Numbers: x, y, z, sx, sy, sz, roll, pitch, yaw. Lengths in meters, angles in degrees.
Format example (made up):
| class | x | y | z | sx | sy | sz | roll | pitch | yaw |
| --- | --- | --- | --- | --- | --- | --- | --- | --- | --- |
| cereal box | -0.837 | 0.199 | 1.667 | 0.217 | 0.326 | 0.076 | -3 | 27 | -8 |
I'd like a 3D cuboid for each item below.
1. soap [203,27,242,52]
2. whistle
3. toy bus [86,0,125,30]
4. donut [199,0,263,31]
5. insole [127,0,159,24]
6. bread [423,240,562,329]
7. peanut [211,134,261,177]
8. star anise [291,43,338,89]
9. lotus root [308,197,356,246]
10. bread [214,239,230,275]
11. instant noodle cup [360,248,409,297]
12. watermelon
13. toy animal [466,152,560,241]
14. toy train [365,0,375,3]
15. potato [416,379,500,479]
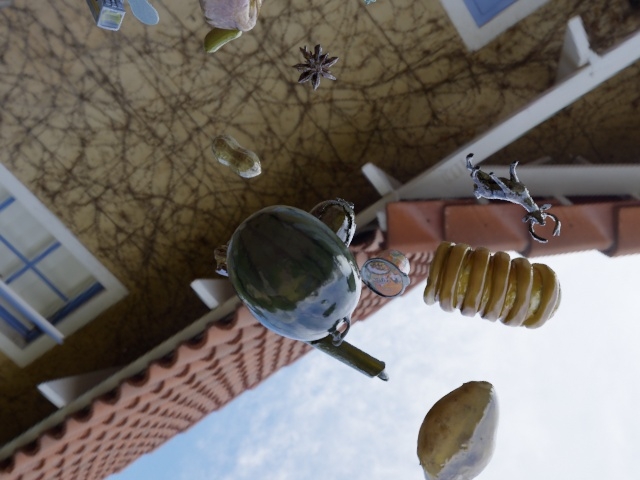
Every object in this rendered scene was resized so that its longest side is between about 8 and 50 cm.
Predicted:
| class | x | y | z | sx | sy | sz | roll | pitch | yaw |
| --- | --- | --- | --- | --- | --- | --- | --- | --- | --- |
| soap | -0.290 | -0.609 | 1.849 | 0.140 | 0.045 | 0.089 | -27 | -132 | 15 |
| whistle | 0.041 | 0.272 | 1.596 | 0.326 | 0.068 | 0.057 | 24 | -113 | 35 |
| toy bus | -0.516 | -0.575 | 1.476 | 0.190 | 0.064 | 0.075 | 57 | -49 | 34 |
| donut | -0.227 | -0.695 | 1.578 | 0.150 | 0.317 | 0.299 | 3 | -158 | 1 |
| insole | -0.536 | -0.697 | 1.845 | 0.080 | 0.003 | 0.232 | 2 | 170 | 6 |
| bread | 0.404 | 0.108 | 1.454 | 0.311 | 0.172 | 0.121 | 12 | -170 | 9 |
| peanut | -0.330 | -0.328 | 2.404 | 0.274 | 0.125 | 0.111 | 33 | -88 | 31 |
| star anise | -0.016 | -0.607 | 2.186 | 0.168 | 0.168 | 0.057 | -35 | -164 | 11 |
| lotus root | 0.000 | 0.000 | 2.255 | 0.397 | 0.196 | 0.179 | -57 | -169 | -21 |
| bread | -0.127 | 0.104 | 1.946 | 0.314 | 0.370 | 0.191 | 9 | -117 | 54 |
| instant noodle cup | 0.261 | 0.113 | 2.371 | 0.208 | 0.177 | 0.125 | 16 | -143 | 24 |
| watermelon | -0.055 | 0.084 | 1.456 | 0.279 | 0.359 | 0.279 | -46 | 168 | -13 |
| toy animal | 0.504 | -0.122 | 1.644 | 0.087 | 0.260 | 0.243 | -47 | -139 | -4 |
| toy train | 0.131 | -0.560 | 1.391 | 0.092 | 0.045 | 0.029 | -25 | -159 | -21 |
| potato | 0.277 | 0.395 | 1.278 | 0.128 | 0.161 | 0.234 | -149 | -113 | -77 |
